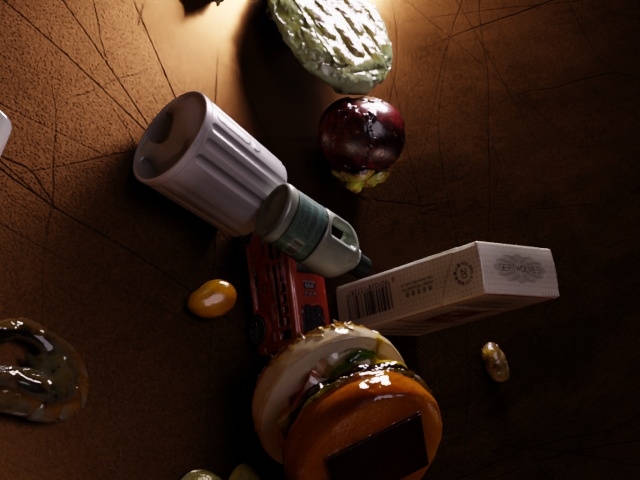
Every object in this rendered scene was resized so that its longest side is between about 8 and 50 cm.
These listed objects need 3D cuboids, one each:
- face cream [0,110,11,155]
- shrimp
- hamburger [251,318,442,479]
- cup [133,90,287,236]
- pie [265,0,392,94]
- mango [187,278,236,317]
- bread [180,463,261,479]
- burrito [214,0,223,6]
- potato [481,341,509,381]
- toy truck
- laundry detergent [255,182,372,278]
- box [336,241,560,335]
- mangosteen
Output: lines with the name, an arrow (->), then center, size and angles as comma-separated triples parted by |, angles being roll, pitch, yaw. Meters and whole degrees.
face cream -> -0.499, -0.064, 1.679 | 0.082, 0.082, 0.269 | 35, 52, -31
shrimp -> -0.416, 0.166, 1.683 | 0.254, 0.059, 0.145 | 22, 56, -39
hamburger -> 0.039, 0.271, 1.937 | 0.291, 0.291, 0.225 | 23, 19, -38
cup -> -0.163, -0.138, 1.988 | 0.202, 0.167, 0.221 | 37, 59, -34
pie -> 0.021, -0.401, 2.316 | 0.306, 0.071, 0.306 | 27, 40, -26
mango -> -0.174, 0.094, 1.973 | 0.089, 0.046, 0.060 | -14, 82, -35
bread -> -0.142, 0.397, 1.866 | 0.149, 0.065, 0.187 | 53, 46, -9
burrito -> -0.155, -0.590, 2.238 | 0.175, 0.107, 0.347 | -9, 78, -34
potato -> 0.346, 0.240, 2.444 | 0.051, 0.040, 0.083 | -27, 92, -43
toy truck -> -0.055, 0.063, 2.052 | 0.107, 0.114, 0.252 | 6, 71, -43
laundry detergent -> 0.000, 0.000, 1.989 | 0.226, 0.070, 0.099 | 32, 71, -37
box -> 0.216, 0.090, 2.157 | 0.210, 0.330, 0.095 | 5, 70, -45
mangosteen -> 0.074, -0.173, 2.265 | 0.166, 0.166, 0.180 | -11, 106, -47
